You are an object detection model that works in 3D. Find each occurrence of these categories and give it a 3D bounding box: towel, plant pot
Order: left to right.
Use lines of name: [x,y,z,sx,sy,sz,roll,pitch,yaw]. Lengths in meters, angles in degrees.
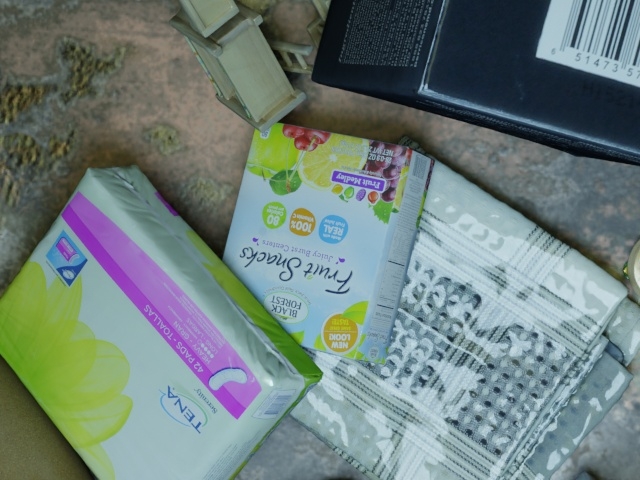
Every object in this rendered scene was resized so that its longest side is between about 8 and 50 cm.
plant pot: [-0.349,0.218,1.497,0.237,0.237,0.254,-26,74,8]
towel: [0.126,0.110,1.497,0.324,0.056,0.312,36,96,4]

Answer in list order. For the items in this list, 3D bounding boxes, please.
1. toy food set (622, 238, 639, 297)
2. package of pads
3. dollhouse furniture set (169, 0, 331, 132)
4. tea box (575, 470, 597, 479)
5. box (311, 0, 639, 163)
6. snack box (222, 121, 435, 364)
toy food set: [0.341,0.025,1.481,0.082,0.020,0.083,43,97,4]
package of pads: [-0.172,0.109,1.456,0.296,0.101,0.229,47,115,19]
dollhouse furniture set: [-0.058,-0.232,1.452,0.161,0.182,0.101,-40,42,-11]
tea box: [0.264,0.459,1.390,0.323,0.220,0.329,41,96,-6]
box: [0.190,-0.191,1.271,0.293,0.395,0.212,14,94,-14]
snack box: [0.000,0.000,1.463,0.174,0.070,0.207,12,89,30]
